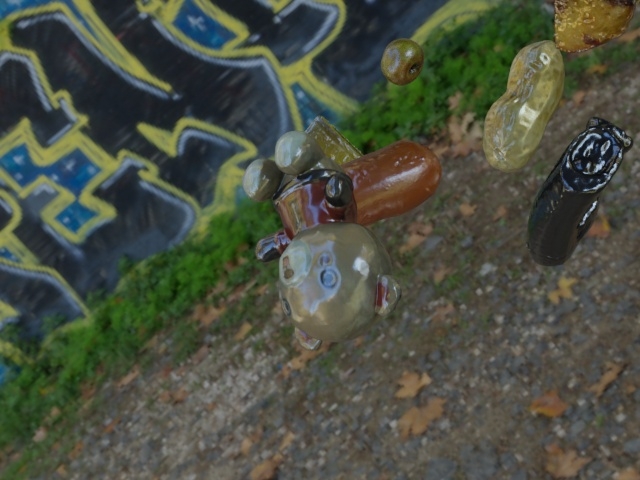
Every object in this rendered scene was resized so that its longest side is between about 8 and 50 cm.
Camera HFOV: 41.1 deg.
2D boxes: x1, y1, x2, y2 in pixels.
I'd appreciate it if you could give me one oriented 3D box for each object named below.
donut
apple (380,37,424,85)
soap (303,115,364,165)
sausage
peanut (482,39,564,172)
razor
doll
[{"bbox_3d":[0.493,-0.460,1.471,0.151,0.295,0.112,24,61,31],"label":"donut"},{"bbox_3d":[0.156,-0.342,1.639,0.089,0.075,0.089,-52,-22,-31],"label":"apple"},{"bbox_3d":[0.032,-0.176,2.046,0.135,0.233,0.076,-44,1,15],"label":"soap"},{"bbox_3d":[0.103,-0.098,1.588,0.258,0.133,0.133,-21,11,-9],"label":"sausage"},{"bbox_3d":[0.461,-0.302,1.927,0.305,0.147,0.147,-64,11,9],"label":"peanut"},{"bbox_3d":[0.463,-0.082,1.574,0.189,0.107,0.327,-53,-18,-18],"label":"razor"},{"bbox_3d":[0.000,0.000,1.336,0.235,0.329,0.174,-30,-22,37],"label":"doll"}]
